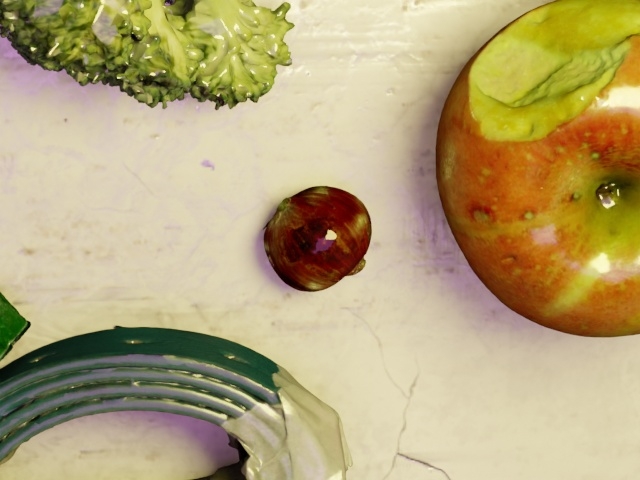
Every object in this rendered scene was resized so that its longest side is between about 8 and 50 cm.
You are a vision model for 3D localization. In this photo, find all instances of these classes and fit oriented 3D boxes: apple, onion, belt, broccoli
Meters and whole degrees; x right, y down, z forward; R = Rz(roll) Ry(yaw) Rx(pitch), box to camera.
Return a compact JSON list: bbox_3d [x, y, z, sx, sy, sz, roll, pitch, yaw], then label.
[{"bbox_3d":[0.276,-0.078,1.581,0.339,0.339,0.340,-1,103,-6],"label":"apple"},{"bbox_3d":[0.000,0.000,1.672,0.118,0.118,0.117,31,94,-12],"label":"onion"},{"bbox_3d":[-0.187,0.248,1.673,0.436,0.173,0.300,-1,100,-6],"label":"belt"},{"bbox_3d":[-0.193,-0.340,1.514,0.353,0.274,0.397,-8,117,-50],"label":"broccoli"}]

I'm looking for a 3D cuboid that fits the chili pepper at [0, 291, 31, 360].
[{"bbox_3d":[-0.423,0.033,1.627,0.270,0.136,0.099,42,137,-7],"label":"chili pepper"}]
